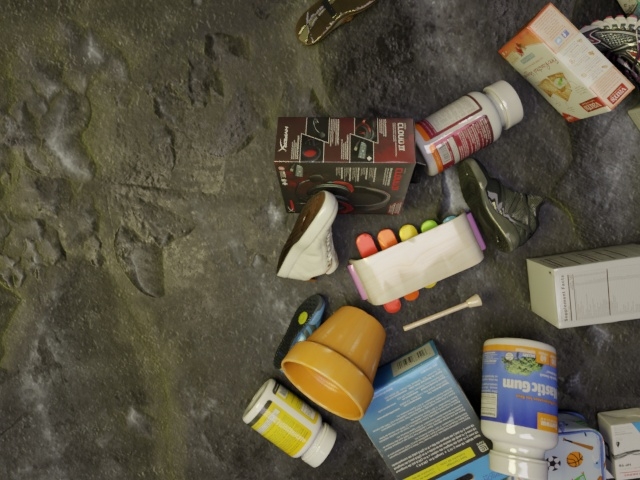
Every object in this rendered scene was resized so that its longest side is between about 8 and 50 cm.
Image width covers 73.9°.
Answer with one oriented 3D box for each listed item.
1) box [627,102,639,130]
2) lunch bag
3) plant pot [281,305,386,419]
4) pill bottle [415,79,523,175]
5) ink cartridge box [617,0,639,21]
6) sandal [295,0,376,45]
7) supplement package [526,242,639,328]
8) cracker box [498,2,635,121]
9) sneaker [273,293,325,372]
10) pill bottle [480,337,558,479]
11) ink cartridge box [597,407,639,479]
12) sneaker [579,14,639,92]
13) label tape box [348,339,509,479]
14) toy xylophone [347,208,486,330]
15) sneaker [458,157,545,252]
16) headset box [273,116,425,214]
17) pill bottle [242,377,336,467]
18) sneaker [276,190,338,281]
[{"bbox_3d":[0.752,-0.273,0.909,0.102,0.087,0.101,-36,94,7],"label":"box"},{"bbox_3d":[0.556,0.569,1.018,0.244,0.115,0.302,-5,96,1],"label":"lunch bag"},{"bbox_3d":[0.049,0.257,0.950,0.205,0.205,0.188,40,58,-2],"label":"plant pot"},{"bbox_3d":[0.308,-0.243,0.920,0.221,0.121,0.121,-29,95,6],"label":"pill bottle"},{"bbox_3d":[0.728,-0.545,0.820,0.198,0.197,0.270,-35,95,7],"label":"ink cartridge box"},{"bbox_3d":[0.044,-0.508,0.936,0.219,0.060,0.089,-34,88,21],"label":"sandal"},{"bbox_3d":[0.611,0.095,0.941,0.245,0.134,0.138,-8,97,4],"label":"supplement package"},{"bbox_3d":[0.496,-0.355,0.878,0.232,0.155,0.067,42,98,-2],"label":"cracker box"},{"bbox_3d":[-0.034,0.231,1.035,0.082,0.069,0.209,27,91,-30],"label":"sneaker"},{"bbox_3d":[0.431,0.361,0.925,0.153,0.152,0.271,9,69,2],"label":"pill bottle"},{"bbox_3d":[0.743,0.505,1.024,0.105,0.060,0.179,-10,97,4],"label":"ink cartridge box"},{"bbox_3d":[0.644,-0.352,0.844,0.299,0.121,0.111,29,87,27],"label":"sneaker"},{"bbox_3d":[0.253,0.446,1.019,0.241,0.106,0.333,-30,95,7],"label":"label tape box"},{"bbox_3d":[0.232,0.069,0.983,0.323,0.081,0.235,-16,96,5],"label":"toy xylophone"},{"bbox_3d":[0.408,-0.097,0.956,0.131,0.087,0.227,-28,81,-13],"label":"sneaker"},{"bbox_3d":[0.065,-0.147,0.887,0.294,0.218,0.110,1,67,2],"label":"headset box"},{"bbox_3d":[-0.072,0.442,1.029,0.209,0.119,0.119,38,98,-2],"label":"pill bottle"},{"bbox_3d":[0.000,0.000,0.926,0.123,0.290,0.105,18,55,-12],"label":"sneaker"}]
